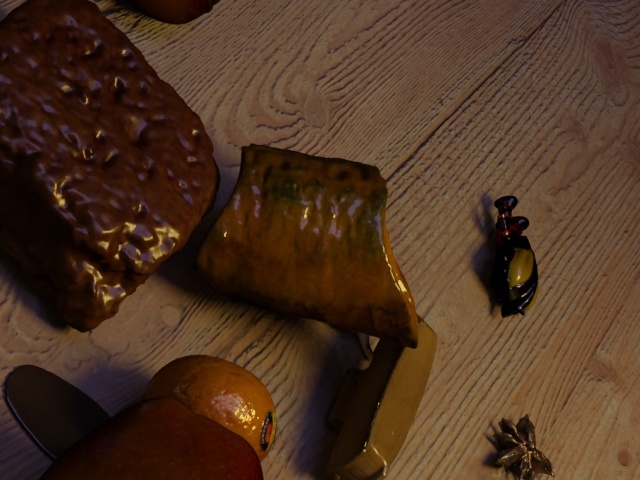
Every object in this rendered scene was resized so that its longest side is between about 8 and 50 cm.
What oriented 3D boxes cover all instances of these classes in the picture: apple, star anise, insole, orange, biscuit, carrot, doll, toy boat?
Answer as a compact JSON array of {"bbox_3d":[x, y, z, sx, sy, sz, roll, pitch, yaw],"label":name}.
[{"bbox_3d":[-0.195,0.340,1.581,0.288,0.288,0.317,44,32,-13],"label":"apple"},{"bbox_3d":[0.316,0.342,2.260,0.129,0.056,0.124,-7,69,-48],"label":"star anise"},{"bbox_3d":[-0.267,0.277,1.760,0.328,0.007,0.111,47,41,-9],"label":"insole"},{"bbox_3d":[-0.142,0.225,1.787,0.177,0.177,0.155,18,78,-37],"label":"orange"},{"bbox_3d":[-0.327,-0.125,1.863,0.395,0.166,0.343,47,38,-7],"label":"biscuit"},{"bbox_3d":[0.000,0.000,1.992,0.340,0.241,0.241,13,50,-8],"label":"carrot"},{"bbox_3d":[0.342,0.033,2.485,0.127,0.088,0.249,35,39,-23],"label":"doll"},{"bbox_3d":[0.084,0.228,2.048,0.089,0.121,0.321,43,48,-22],"label":"toy boat"}]

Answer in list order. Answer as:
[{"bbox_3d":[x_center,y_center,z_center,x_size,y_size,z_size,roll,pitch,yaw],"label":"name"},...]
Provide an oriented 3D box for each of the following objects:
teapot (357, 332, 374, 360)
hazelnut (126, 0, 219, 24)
[{"bbox_3d":[0.059,0.078,2.169,0.145,0.092,0.226,-9,73,-47],"label":"teapot"},{"bbox_3d":[-0.224,-0.441,2.180,0.229,0.229,0.229,26,47,-31],"label":"hazelnut"}]
